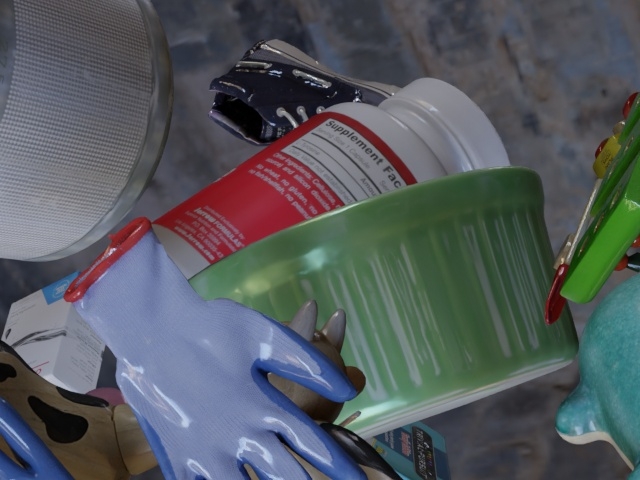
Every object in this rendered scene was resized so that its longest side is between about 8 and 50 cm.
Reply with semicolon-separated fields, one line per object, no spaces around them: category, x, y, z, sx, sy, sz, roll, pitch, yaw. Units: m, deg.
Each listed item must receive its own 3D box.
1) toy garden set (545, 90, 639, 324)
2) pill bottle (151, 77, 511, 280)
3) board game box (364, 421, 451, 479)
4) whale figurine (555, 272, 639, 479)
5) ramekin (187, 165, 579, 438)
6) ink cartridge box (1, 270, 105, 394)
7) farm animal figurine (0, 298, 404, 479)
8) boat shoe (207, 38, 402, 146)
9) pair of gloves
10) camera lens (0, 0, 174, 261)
toy garden set;0.216;-0.048;0.930;0.049;0.203;0.244;26;55;4
pill bottle;0.000;0.000;1.485;0.408;0.229;0.229;-35;110;-23
board game box;0.010;0.245;1.849;0.336;0.079;0.254;32;12;-5
whale figurine;0.294;0.122;1.170;0.272;0.216;0.141;-64;139;-55
ramekin;0.050;0.067;1.093;0.303;0.303;0.148;-5;73;-56
ink cartridge box;-0.282;0.129;1.456;0.060;0.104;0.180;45;33;-33
farm animal figurine;-0.033;0.123;0.721;0.327;0.172;0.330;38;15;22
boat shoe;0.000;-0.161;1.971;0.158;0.341;0.127;-40;146;-41
pair of gloves;-0.085;0.098;0.593;0.159;0.198;0.023;49;-3;-6
camera lens;-0.247;-0.104;0.898;0.274;0.219;0.219;10;70;-55
